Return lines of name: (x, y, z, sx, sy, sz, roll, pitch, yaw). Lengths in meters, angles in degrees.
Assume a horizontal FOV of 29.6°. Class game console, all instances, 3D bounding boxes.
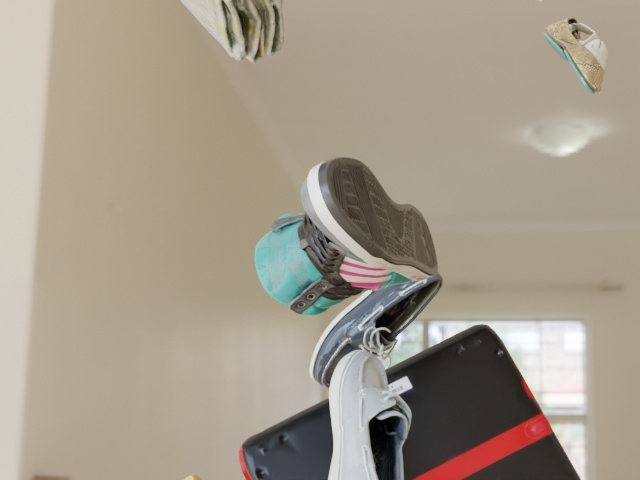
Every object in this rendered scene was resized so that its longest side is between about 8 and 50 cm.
game console: (0.133, 0.329, 1.544, 0.387, 0.342, 0.060, -25, -21, -9)

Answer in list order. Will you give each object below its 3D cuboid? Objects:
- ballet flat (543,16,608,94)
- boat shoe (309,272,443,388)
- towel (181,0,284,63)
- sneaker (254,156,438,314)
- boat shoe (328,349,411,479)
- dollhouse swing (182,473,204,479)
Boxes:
ballet flat: (0.421, -0.308, 1.948, 0.067, 0.206, 0.073, -36, -53, 12)
boat shoe: (0.087, 0.134, 1.843, 0.079, 0.254, 0.095, 44, 0, 42)
towel: (-0.177, -0.376, 1.335, 0.090, 0.374, 0.320, -41, -3, -4)
sneaker: (0.000, 0.000, 1.321, 0.178, 0.123, 0.295, -18, -21, 19)
boat shoe: (0.060, 0.201, 1.265, 0.081, 0.227, 0.079, -30, -54, 29)
dollhouse swing: (-0.204, 0.583, 1.703, 0.347, 0.305, 0.315, -34, -37, 4)
